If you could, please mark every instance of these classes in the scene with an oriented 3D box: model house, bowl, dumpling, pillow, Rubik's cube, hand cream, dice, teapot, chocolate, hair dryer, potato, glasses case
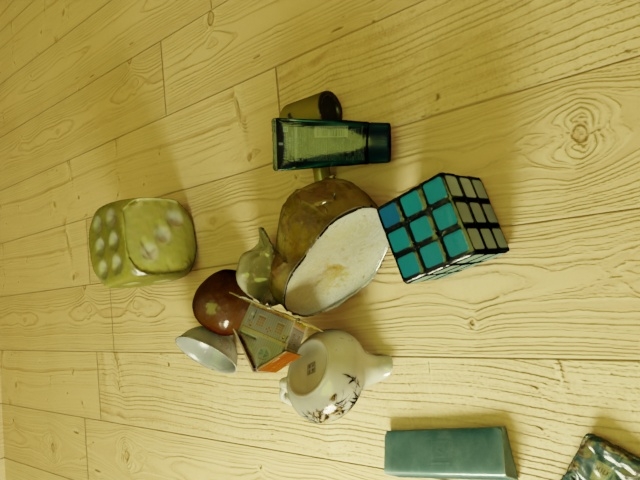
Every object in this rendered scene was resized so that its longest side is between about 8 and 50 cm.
[{"bbox_3d":[-0.114,0.216,1.151,0.208,0.219,0.135,19,78,13],"label":"model house"},{"bbox_3d":[-0.297,0.284,1.464,0.189,0.189,0.086,-5,45,39],"label":"bowl"},{"bbox_3d":[-0.135,0.054,1.287,0.247,0.142,0.172,-125,36,-62],"label":"dumpling"},{"bbox_3d":[0.484,0.471,0.889,0.189,0.034,0.255,32,109,34],"label":"pillow"},{"bbox_3d":[0.233,-0.021,1.012,0.162,0.163,0.160,-30,71,39],"label":"Rubik's cube"},{"bbox_3d":[0.020,-0.214,1.177,0.271,0.061,0.120,1,102,13],"label":"hand cream"},{"bbox_3d":[-0.528,0.010,1.574,0.227,0.233,0.238,-16,80,38],"label":"dice"},{"bbox_3d":[0.009,0.313,1.213,0.300,0.166,0.208,-40,48,42],"label":"teapot"},{"bbox_3d":[-0.254,0.158,1.406,0.177,0.177,0.176,0,90,39],"label":"chocolate"},{"bbox_3d":[-0.013,-0.201,1.265,0.135,0.090,0.278,-7,91,38],"label":"hair dryer"},{"bbox_3d":[0.000,0.000,1.161,0.299,0.247,0.196,-56,45,19],"label":"potato"},{"bbox_3d":[0.247,0.433,1.066,0.266,0.056,0.105,-19,79,37],"label":"glasses case"}]
